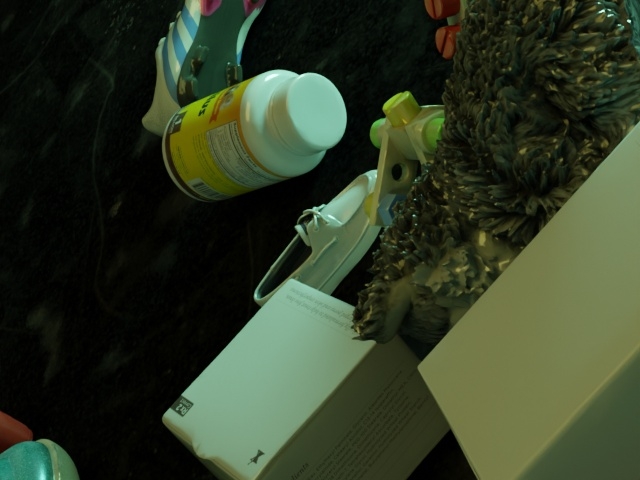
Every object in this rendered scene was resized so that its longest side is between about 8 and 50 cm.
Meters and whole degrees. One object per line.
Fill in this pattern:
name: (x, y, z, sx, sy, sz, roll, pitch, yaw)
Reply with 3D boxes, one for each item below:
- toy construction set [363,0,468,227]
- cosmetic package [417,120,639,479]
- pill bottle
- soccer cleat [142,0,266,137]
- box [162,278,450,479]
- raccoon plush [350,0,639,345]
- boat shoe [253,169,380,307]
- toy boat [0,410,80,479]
toy construction set: (0.117, -0.181, 1.314, 0.151, 0.215, 0.327, 33, 137, 57)
cosmetic package: (0.264, 0.034, 0.994, 0.365, 0.197, 0.155, -51, 33, 15)
pill bottle: (-0.071, -0.117, 1.660, 0.215, 0.117, 0.117, -15, 52, 48)
soccer cleat: (-0.147, -0.276, 1.899, 0.143, 0.116, 0.331, -13, 54, 49)
box: (-0.010, 0.152, 1.310, 0.182, 0.119, 0.181, -47, 30, -12)
raccoon plush: (0.114, -0.126, 1.188, 0.299, 0.216, 0.446, -23, 81, 22)
boat shoe: (0.000, 0.000, 1.513, 0.184, 0.063, 0.066, -51, 32, 13)
toy boat: (-0.395, 0.296, 1.734, 0.267, 0.148, 0.318, -47, 34, 19)
